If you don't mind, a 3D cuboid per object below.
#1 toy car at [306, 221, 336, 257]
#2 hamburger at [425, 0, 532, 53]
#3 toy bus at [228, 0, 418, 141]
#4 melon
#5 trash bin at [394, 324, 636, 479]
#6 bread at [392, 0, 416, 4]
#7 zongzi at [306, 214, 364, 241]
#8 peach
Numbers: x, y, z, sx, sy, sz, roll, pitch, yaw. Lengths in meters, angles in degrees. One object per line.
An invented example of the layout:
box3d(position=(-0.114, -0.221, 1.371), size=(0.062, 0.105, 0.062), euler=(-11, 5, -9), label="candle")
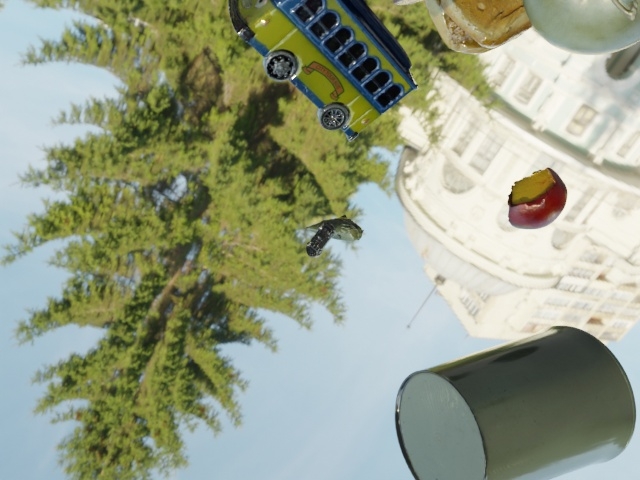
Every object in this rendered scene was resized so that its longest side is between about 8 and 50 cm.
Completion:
box3d(position=(0.000, 0.000, 1.475), size=(0.041, 0.093, 0.025), euler=(41, -165, 25), label="toy car")
box3d(position=(0.416, -0.630, 1.566), size=(0.304, 0.174, 0.284), euler=(-30, -82, -25), label="hamburger")
box3d(position=(0.007, -0.314, 0.990), size=(0.287, 0.175, 0.138), euler=(36, -153, -39), label="toy bus")
box3d(position=(0.461, -0.436, 1.024), size=(0.272, 0.272, 0.308), euler=(42, -164, 24), label="melon")
box3d(position=(0.386, 0.328, 1.196), size=(0.431, 0.280, 0.280), euler=(-7, -138, -30), label="trash bin")
box3d(position=(0.189, -0.647, 1.389), size=(0.190, 0.122, 0.244), euler=(-57, -52, -80), label="bread")
box3d(position=(0.038, -0.022, 1.562), size=(0.119, 0.055, 0.109), euler=(-9, -159, -22), label="zongzi")
box3d(position=(0.499, -0.090, 1.413), size=(0.118, 0.151, 0.151), euler=(19, -162, 35), label="peach")
